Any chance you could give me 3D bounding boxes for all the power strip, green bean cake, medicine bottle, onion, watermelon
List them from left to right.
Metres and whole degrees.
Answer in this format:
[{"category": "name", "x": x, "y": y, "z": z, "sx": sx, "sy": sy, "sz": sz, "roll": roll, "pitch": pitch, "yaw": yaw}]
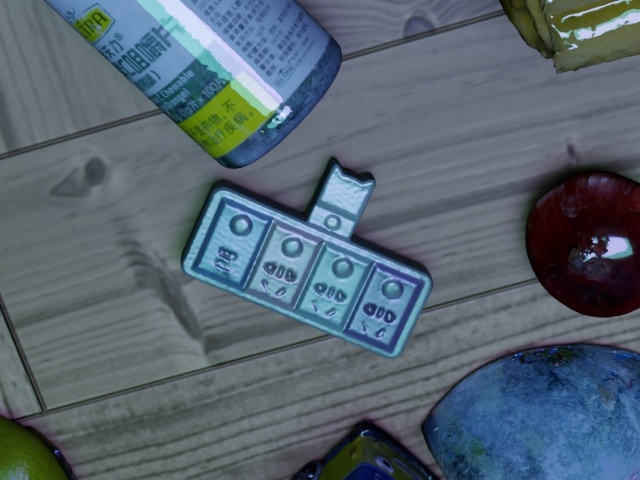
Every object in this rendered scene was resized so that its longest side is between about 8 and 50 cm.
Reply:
[{"category": "medicine bottle", "x": -0.128, "y": -0.200, "z": 1.123, "sx": 0.141, "sy": 0.141, "sz": 0.293, "roll": -42, "pitch": 106, "yaw": 14}, {"category": "power strip", "x": 0.000, "y": 0.000, "z": 1.255, "sx": 0.215, "sy": 0.061, "sz": 0.145, "roll": 23, "pitch": 102, "yaw": -10}, {"category": "green bean cake", "x": 0.187, "y": -0.256, "z": 1.066, "sx": 0.131, "sy": 0.224, "sz": 0.230, "roll": -14, "pitch": 114, "yaw": 4}, {"category": "onion", "x": 0.239, "y": 0.001, "z": 1.221, "sx": 0.131, "sy": 0.131, "sz": 0.131, "roll": 0, "pitch": 111, "yaw": -1}, {"category": "watermelon", "x": 0.270, "y": 0.220, "z": 1.276, "sx": 0.321, "sy": 0.175, "sz": 0.188, "roll": 26, "pitch": 109, "yaw": -12}]

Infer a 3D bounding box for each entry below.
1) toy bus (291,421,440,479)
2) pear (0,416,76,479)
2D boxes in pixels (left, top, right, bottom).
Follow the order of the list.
[{"category": "toy bus", "x": -0.010, "y": 0.324, "z": 1.311, "sx": 0.138, "sy": 0.175, "sz": 0.287, "roll": 43, "pitch": 105, "yaw": -15}, {"category": "pear", "x": -0.326, "y": 0.325, "z": 1.273, "sx": 0.159, "sy": 0.292, "sz": 0.292, "roll": 31, "pitch": 108, "yaw": -2}]
